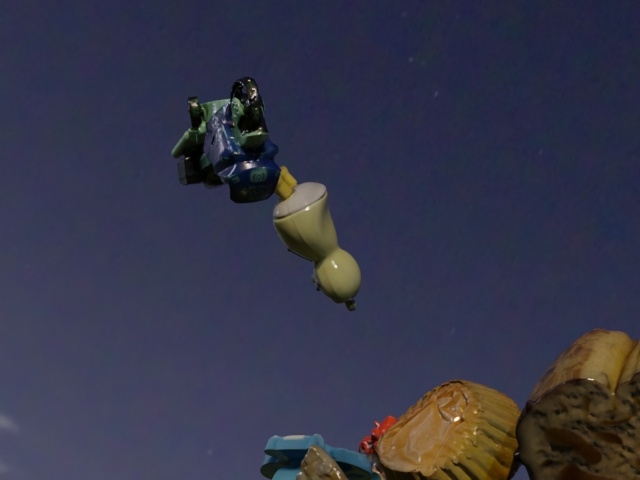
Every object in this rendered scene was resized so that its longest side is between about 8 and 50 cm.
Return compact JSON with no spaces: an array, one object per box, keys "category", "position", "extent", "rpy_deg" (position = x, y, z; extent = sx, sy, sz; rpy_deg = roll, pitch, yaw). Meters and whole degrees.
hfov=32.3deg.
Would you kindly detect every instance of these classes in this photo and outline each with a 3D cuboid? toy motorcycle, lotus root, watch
[{"category":"toy motorcycle","position":[-0.147,-0.152,1.828],"extent":[0.331,0.125,0.196],"rpy_deg":[168,-85,-69]},{"category":"lotus root","position":[0.435,0.229,1.534],"extent":[0.316,0.250,0.316],"rpy_deg":[10,-55,14]},{"category":"watch","position":[-0.024,0.456,1.934],"extent":[0.211,0.193,0.211],"rpy_deg":[5,-28,3]}]

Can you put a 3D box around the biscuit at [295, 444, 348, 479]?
[{"category":"biscuit","position":[-0.005,0.413,1.374],"extent":[0.141,0.290,0.038],"rpy_deg":[23,6,36]}]

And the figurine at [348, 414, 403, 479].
[{"category":"figurine","position":[0.110,0.540,2.415],"extent":[0.241,0.411,0.306],"rpy_deg":[57,-27,13]}]

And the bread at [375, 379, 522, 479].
[{"category":"bread","position":[0.199,0.311,1.682],"extent":[0.240,0.240,0.139],"rpy_deg":[-14,-53,40]}]

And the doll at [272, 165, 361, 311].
[{"category":"doll","position":[-0.011,0.005,2.015],"extent":[0.117,0.141,0.296],"rpy_deg":[-20,-75,11]}]
